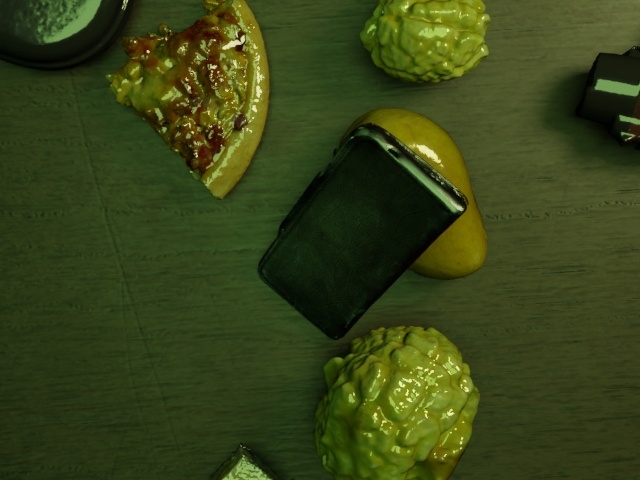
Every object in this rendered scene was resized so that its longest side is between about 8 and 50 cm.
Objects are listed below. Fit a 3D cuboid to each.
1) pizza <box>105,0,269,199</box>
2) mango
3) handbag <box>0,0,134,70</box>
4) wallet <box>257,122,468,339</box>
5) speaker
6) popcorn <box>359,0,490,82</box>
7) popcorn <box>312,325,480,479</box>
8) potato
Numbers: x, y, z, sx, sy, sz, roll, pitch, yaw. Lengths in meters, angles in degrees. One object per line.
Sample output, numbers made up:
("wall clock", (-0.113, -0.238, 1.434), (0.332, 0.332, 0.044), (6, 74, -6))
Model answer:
("pizza", (-0.185, -0.208, 1.205), (0.228, 0.081, 0.290), (8, 95, 0))
("mango", (0.127, -0.058, 1.191), (0.167, 0.130, 0.262), (-28, 101, 10))
("handbag", (-0.404, -0.370, 1.189), (0.307, 0.093, 0.254), (19, 94, -1))
("wallet", (0.040, -0.004, 1.153), (0.172, 0.045, 0.318), (40, 132, 2))
("speaker", (0.537, -0.218, 1.164), (0.329, 0.198, 0.259), (21, 106, 7))
("popcorn", (0.146, -0.286, 1.171), (0.173, 0.173, 0.142), (-18, 115, 1))
("popcorn", (0.105, 0.247, 1.180), (0.236, 0.206, 0.252), (-30, 105, -13))
("potato", (-0.091, 0.359, 1.250), (0.122, 0.061, 0.086), (42, 90, -3))
